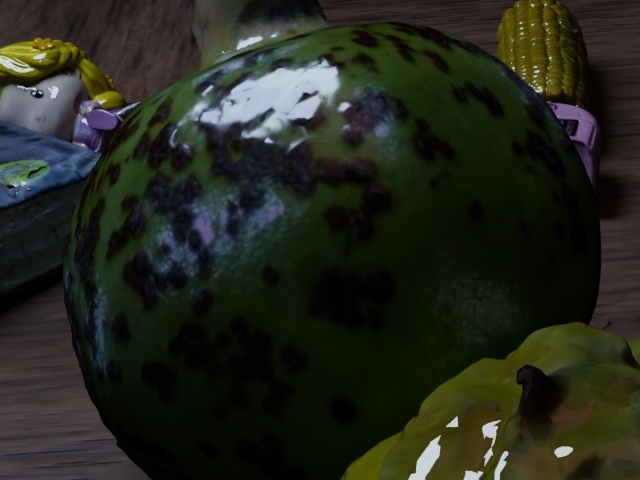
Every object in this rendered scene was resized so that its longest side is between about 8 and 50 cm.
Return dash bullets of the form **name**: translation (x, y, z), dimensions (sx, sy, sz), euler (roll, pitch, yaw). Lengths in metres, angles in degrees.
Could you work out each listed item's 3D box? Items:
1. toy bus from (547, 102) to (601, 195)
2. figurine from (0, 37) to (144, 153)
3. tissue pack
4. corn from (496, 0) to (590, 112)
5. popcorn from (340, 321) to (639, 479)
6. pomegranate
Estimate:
- **toy bus**: translation (0.082, -0.056, 1.066), dimensions (0.203, 0.063, 0.090), euler (4, 25, 13)
- **figurine**: translation (-0.190, -0.095, 1.166), dimensions (0.156, 0.094, 0.115), euler (19, 4, 17)
- **tissue pack**: translation (-0.262, -0.027, 1.057), dimensions (0.235, 0.073, 0.173), euler (18, 33, 39)
- **corn**: translation (0.163, -0.124, 1.179), dimensions (0.068, 0.068, 0.207), euler (-3, 27, 5)
- **popcorn**: translation (0.103, 0.131, 0.538), dimensions (0.266, 0.192, 0.233), euler (-17, 29, 16)
- **pomegranate**: translation (0.000, 0.000, 0.752), dimensions (0.254, 0.270, 0.254), euler (-11, -2, 0)
